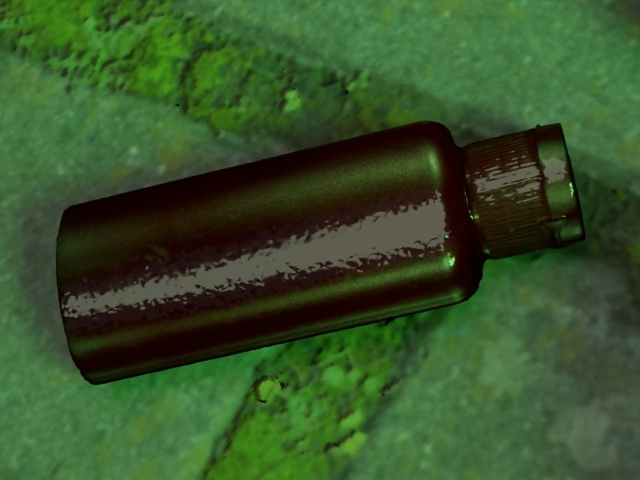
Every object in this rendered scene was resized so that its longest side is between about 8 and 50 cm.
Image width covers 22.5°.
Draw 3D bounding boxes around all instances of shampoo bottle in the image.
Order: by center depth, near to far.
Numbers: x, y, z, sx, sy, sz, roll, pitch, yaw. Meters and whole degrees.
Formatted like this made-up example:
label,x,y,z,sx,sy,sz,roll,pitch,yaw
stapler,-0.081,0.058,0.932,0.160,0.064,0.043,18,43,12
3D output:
label,x,y,z,sx,sy,sz,roll,pitch,yaw
shampoo bottle,0.000,0.000,0.807,0.260,0.064,0.102,-12,58,10
